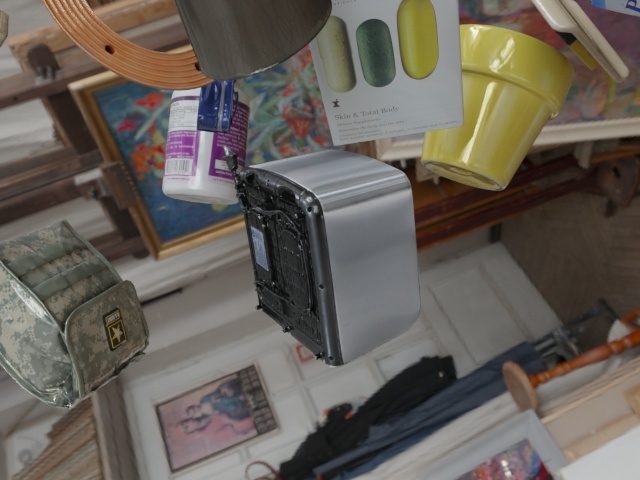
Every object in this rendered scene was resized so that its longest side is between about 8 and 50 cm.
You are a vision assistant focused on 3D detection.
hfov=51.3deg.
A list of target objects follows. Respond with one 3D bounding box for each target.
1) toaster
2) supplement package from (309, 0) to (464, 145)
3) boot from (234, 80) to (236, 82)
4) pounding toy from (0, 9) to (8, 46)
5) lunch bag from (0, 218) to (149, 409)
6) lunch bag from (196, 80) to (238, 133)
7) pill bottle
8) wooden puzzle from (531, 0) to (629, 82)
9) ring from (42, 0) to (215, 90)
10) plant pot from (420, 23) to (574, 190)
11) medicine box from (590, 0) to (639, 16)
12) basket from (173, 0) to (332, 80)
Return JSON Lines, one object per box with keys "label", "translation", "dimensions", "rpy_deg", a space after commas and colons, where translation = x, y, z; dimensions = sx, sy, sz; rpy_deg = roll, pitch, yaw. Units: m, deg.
{"label": "toaster", "translation": [0.000, 0.000, 0.636], "dimensions": [0.168, 0.110, 0.185], "rpy_deg": [26, 129, 57]}
{"label": "supplement package", "translation": [0.087, -0.307, 0.944], "dimensions": [0.262, 0.199, 0.198], "rpy_deg": [73, -167, -49]}
{"label": "boot", "translation": [-0.114, -0.417, 1.335], "dimensions": [0.094, 0.207, 0.246], "rpy_deg": [-173, 84, -68]}
{"label": "pounding toy", "translation": [-0.546, -0.310, 0.904], "dimensions": [0.206, 0.094, 0.181], "rpy_deg": [30, -166, -35]}
{"label": "lunch bag", "translation": [-0.437, 0.127, 1.140], "dimensions": [0.287, 0.169, 0.235], "rpy_deg": [45, -161, 0]}
{"label": "lunch bag", "translation": [-0.175, -0.234, 1.144], "dimensions": [0.067, 0.065, 0.098], "rpy_deg": [168, 109, -81]}
{"label": "pill bottle", "translation": [-0.238, -0.235, 1.419], "dimensions": [0.169, 0.169, 0.301], "rpy_deg": [160, 116, -82]}
{"label": "wooden puzzle", "translation": [0.404, -0.374, 1.118], "dimensions": [0.239, 0.044, 0.221], "rpy_deg": [13, -134, -42]}
{"label": "ring", "translation": [-0.265, -0.375, 1.005], "dimensions": [0.032, 0.336, 0.336], "rpy_deg": [-27, 83, 48]}
{"label": "plant pot", "translation": [0.300, -0.229, 1.222], "dimensions": [0.254, 0.254, 0.239], "rpy_deg": [-170, 100, -81]}
{"label": "medicine box", "translation": [0.564, -0.436, 0.925], "dimensions": [0.289, 0.263, 0.149], "rpy_deg": [19, 153, 17]}
{"label": "basket", "translation": [-0.098, -0.308, 0.658], "dimensions": [0.204, 0.154, 0.227], "rpy_deg": [-81, -26, -46]}
